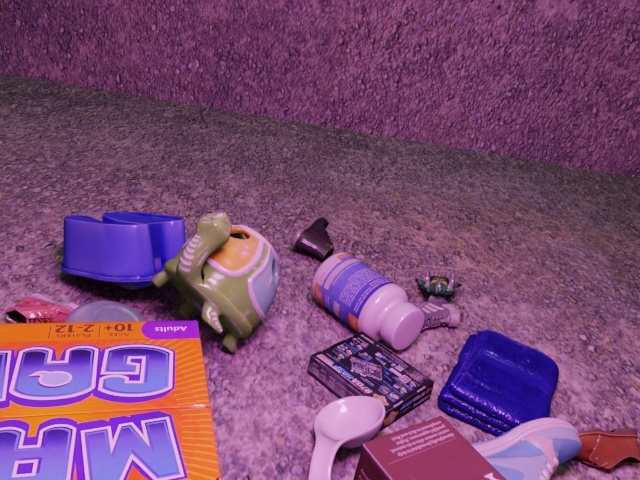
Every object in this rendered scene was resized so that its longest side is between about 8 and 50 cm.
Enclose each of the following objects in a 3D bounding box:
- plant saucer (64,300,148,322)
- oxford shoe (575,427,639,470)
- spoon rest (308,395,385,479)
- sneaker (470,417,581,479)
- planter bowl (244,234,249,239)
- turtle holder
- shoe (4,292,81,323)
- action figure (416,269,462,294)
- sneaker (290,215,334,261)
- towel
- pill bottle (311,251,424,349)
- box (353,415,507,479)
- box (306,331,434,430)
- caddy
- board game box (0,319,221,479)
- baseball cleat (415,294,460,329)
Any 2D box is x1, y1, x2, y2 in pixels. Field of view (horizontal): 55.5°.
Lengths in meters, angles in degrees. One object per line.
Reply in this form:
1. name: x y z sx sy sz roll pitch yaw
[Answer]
1. plant saucer: -0.435 0.188 1.285 0.195 0.037 0.195 24 32 -16
2. oxford shoe: 0.546 0.422 1.217 0.213 0.076 0.076 0 59 -7
3. spoon rest: 0.037 0.365 1.102 0.137 0.084 0.276 -7 22 20
4. sneaker: 0.373 0.438 1.058 0.319 0.127 0.208 -12 31 -21
5. planter bowl: -0.226 0.050 1.605 0.162 0.161 0.109 0 1 -21
6. turtle holder: -0.224 0.066 1.340 0.227 0.320 0.243 -49 36 -19
7. shoe: -0.591 0.169 1.316 0.178 0.063 0.081 15 28 20
8. action figure: 0.328 0.118 1.678 0.137 0.063 0.232 3 5 10
9. sneaker: 0.000 0.000 1.871 0.118 0.083 0.222 32 27 9
10. towel: 0.410 0.314 1.368 0.228 0.076 0.308 20 28 20
11. pill bottle: 0.118 0.152 1.503 0.152 0.152 0.272 -13 35 -39
12. box: 0.155 0.416 0.928 0.169 0.203 0.167 -7 30 -32
13. box: 0.108 0.296 1.322 0.175 0.051 0.220 -17 37 -43
14. caddy: -0.477 0.031 1.490 0.342 0.179 0.241 7 10 34
15. board game box: -0.322 0.342 0.726 0.357 0.356 0.356 1 27 -17
16. baseball cleat: 0.296 0.196 1.570 0.110 0.072 0.206 24 30 27
